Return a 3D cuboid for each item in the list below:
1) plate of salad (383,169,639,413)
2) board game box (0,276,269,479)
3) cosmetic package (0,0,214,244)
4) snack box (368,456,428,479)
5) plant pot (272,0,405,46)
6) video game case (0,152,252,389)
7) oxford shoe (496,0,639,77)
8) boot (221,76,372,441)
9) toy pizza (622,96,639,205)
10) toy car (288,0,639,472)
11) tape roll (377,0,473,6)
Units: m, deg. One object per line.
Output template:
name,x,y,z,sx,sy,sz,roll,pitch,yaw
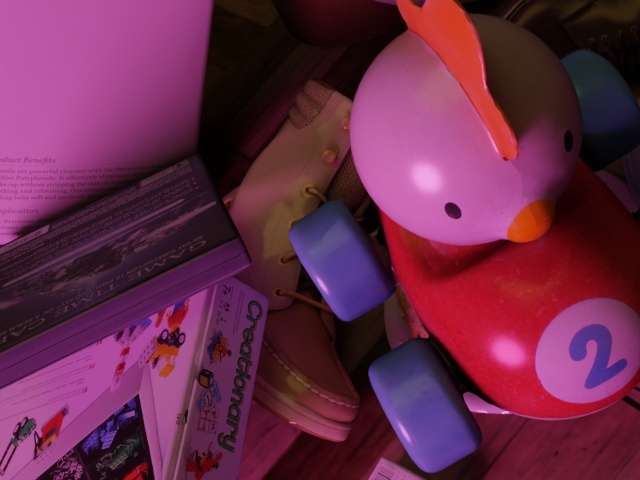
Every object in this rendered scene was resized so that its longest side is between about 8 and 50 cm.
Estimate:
plate of salad,0.128,0.021,0.596,0.200,0.048,0.199,-20,48,23
board game box,-0.168,0.152,0.606,0.305,0.053,0.193,-22,47,39
cosmetic package,-0.199,-0.180,0.738,0.197,0.365,0.155,-2,41,-20
snack box,0.020,0.225,0.537,0.064,0.022,0.178,19,71,42
plant pot,-0.003,-0.360,0.834,0.237,0.254,0.237,-20,47,23
video game case,-0.160,0.011,0.639,0.196,0.026,0.274,-26,21,-5
oxford shoe,0.204,-0.154,0.652,0.227,0.083,0.096,-34,49,11
boot,0.000,0.000,0.651,0.203,0.095,0.262,-50,36,10
toy pizza,0.296,-0.069,0.555,0.201,0.032,0.201,-20,47,23
toy car,0.089,-0.024,0.448,0.219,0.238,0.210,-31,62,3
tape roll,0.108,-0.370,0.662,0.392,0.392,0.072,-35,45,9
